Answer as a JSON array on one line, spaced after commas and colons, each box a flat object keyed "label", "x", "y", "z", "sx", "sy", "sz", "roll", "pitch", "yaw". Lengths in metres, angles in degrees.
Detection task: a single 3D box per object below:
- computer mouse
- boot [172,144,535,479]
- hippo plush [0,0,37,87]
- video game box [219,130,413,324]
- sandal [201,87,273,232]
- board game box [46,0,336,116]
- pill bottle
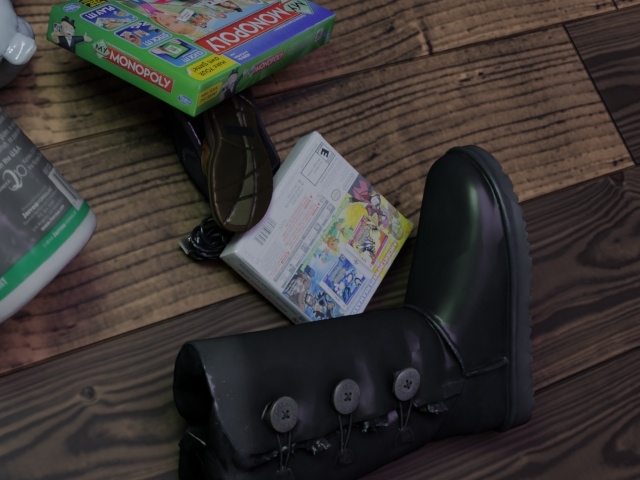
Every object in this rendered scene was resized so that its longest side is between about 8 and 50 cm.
[{"label": "computer mouse", "x": -0.132, "y": -0.116, "z": 1.582, "sx": 0.188, "sy": 0.072, "sz": 0.272, "roll": -20, "pitch": 90, "yaw": -33}, {"label": "boot", "x": 0.034, "y": 0.098, "z": 1.469, "sx": 0.445, "sy": 0.146, "sz": 0.367, "roll": -11, "pitch": 94, "yaw": -26}, {"label": "hippo plush", "x": -0.375, "y": -0.301, "z": 1.436, "sx": 0.234, "sy": 0.294, "sz": 0.237, "roll": -14, "pitch": 82, "yaw": -7}, {"label": "video game box", "x": 0.000, "y": 0.000, "z": 1.568, "sx": 0.187, "sy": 0.048, "sz": 0.205, "roll": 42, "pitch": 61, "yaw": -17}, {"label": "sandal", "x": -0.115, "y": -0.105, "z": 1.517, "sx": 0.090, "sy": 0.060, "sz": 0.219, "roll": 4, "pitch": 63, "yaw": -37}, {"label": "board game box", "x": -0.148, "y": -0.261, "z": 1.540, "sx": 0.213, "sy": 0.046, "sz": 0.317, "roll": 27, "pitch": 34, "yaw": 17}, {"label": "pill bottle", "x": -0.421, "y": -0.087, "z": 1.303, "sx": 0.361, "sy": 0.204, "sz": 0.204, "roll": 49, "pitch": 56, "yaw": -15}]
